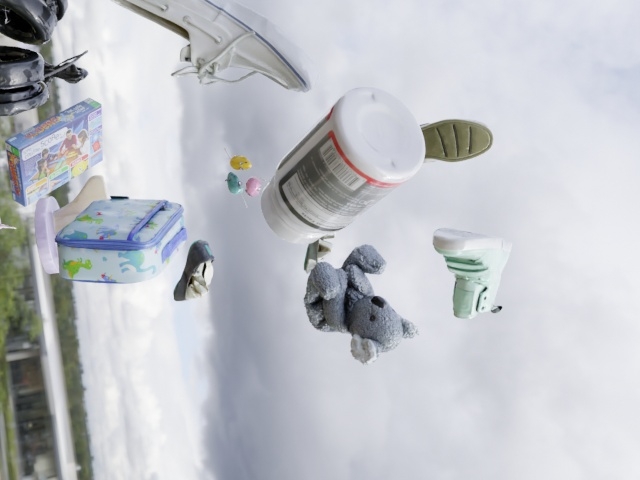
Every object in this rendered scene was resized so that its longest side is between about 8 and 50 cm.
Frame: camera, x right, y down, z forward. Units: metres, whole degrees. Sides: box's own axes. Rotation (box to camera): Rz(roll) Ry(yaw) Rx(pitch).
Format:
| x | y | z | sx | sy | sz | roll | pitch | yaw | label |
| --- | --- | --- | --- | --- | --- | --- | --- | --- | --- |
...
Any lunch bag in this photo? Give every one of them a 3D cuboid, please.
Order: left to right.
| x | y | z | sx | sy | sz | roll | pitch | yaw | label |
| --- | --- | --- | --- | --- | --- | --- | --- | --- | --- |
| -0.325 | -0.005 | 1.209 | 0.219 | 0.176 | 0.090 | -71 | 164 | -68 | lunch bag |

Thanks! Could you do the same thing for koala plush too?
| x | y | z | sx | sy | sz | roll | pitch | yaw | label |
| --- | --- | --- | --- | --- | --- | --- | --- | --- | --- |
| 0.093 | 0.160 | 1.544 | 0.221 | 0.196 | 0.203 | 40 | -47 | 28 | koala plush |

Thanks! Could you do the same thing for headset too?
| x | y | z | sx | sy | sz | roll | pitch | yaw | label |
| --- | --- | --- | --- | --- | --- | --- | --- | --- | --- |
| -0.489 | -0.304 | 1.086 | 0.394 | 0.185 | 0.243 | 9 | 94 | -75 | headset |

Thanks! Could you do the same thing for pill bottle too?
| x | y | z | sx | sy | sz | roll | pitch | yaw | label |
| --- | --- | --- | --- | --- | --- | --- | --- | --- | --- |
| 0.025 | -0.109 | 1.169 | 0.283 | 0.161 | 0.161 | -38 | -118 | 52 | pill bottle |

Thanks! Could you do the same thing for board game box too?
| x | y | z | sx | sy | sz | roll | pitch | yaw | label |
| --- | --- | --- | --- | --- | --- | --- | --- | --- | --- |
| -0.490 | -0.167 | 1.345 | 0.035 | 0.201 | 0.136 | 29 | -47 | 16 | board game box |

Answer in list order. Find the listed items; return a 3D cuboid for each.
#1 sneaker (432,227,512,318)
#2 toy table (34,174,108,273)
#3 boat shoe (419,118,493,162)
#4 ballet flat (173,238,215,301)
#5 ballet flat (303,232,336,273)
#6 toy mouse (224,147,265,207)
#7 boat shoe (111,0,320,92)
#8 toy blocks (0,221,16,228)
| x | y | z | sx | sy | sz | roll | pitch | yaw | label |
| --- | --- | --- | --- | --- | --- | --- | --- | --- | --- |
| 0.251 | 0.061 | 1.204 | 0.094 | 0.256 | 0.151 | 13 | -88 | 33 | sneaker |
| -0.583 | -0.023 | 1.741 | 0.274 | 0.161 | 0.252 | -120 | -156 | -58 | toy table |
| 0.281 | -0.252 | 1.821 | 0.103 | 0.302 | 0.113 | -58 | 141 | -69 | boat shoe |
| -0.276 | 0.086 | 1.592 | 0.203 | 0.074 | 0.074 | -63 | -141 | 40 | ballet flat |
| 0.000 | 0.000 | 1.652 | 0.072 | 0.068 | 0.213 | -67 | 166 | -49 | ballet flat |
| -0.202 | -0.145 | 1.845 | 0.161 | 0.031 | 0.143 | 25 | -54 | 34 | toy mouse |
| -0.185 | -0.319 | 1.171 | 0.156 | 0.367 | 0.136 | -57 | -172 | -5 | boat shoe |
| -0.687 | -0.052 | 1.190 | 0.260 | 0.289 | 0.309 | 12 | -79 | 53 | toy blocks |
